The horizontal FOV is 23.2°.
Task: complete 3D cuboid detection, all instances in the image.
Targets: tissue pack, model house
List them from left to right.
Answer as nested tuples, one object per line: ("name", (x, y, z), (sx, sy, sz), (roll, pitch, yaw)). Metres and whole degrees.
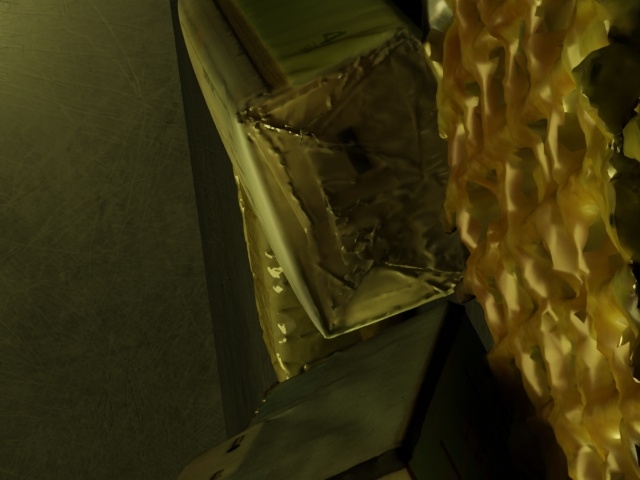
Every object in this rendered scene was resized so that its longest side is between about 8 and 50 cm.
("tissue pack", (0.005, -0.071, 0.934), (0.234, 0.125, 0.159), (-118, 5, -63))
("model house", (0.041, 0.176, 0.763), (0.206, 0.178, 0.271), (60, -166, -8))

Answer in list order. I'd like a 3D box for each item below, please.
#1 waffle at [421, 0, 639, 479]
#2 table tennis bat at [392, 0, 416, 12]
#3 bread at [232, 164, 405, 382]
("waffle", (0.101, -0.025, 0.636), (0.329, 0.062, 0.329), (169, 90, -83))
("table tennis bat", (0.027, -0.217, 1.020), (0.220, 0.019, 0.130), (-108, 10, -47))
("bread", (0.000, 0.000, 1.158), (0.140, 0.106, 0.236), (-125, 25, -66))
